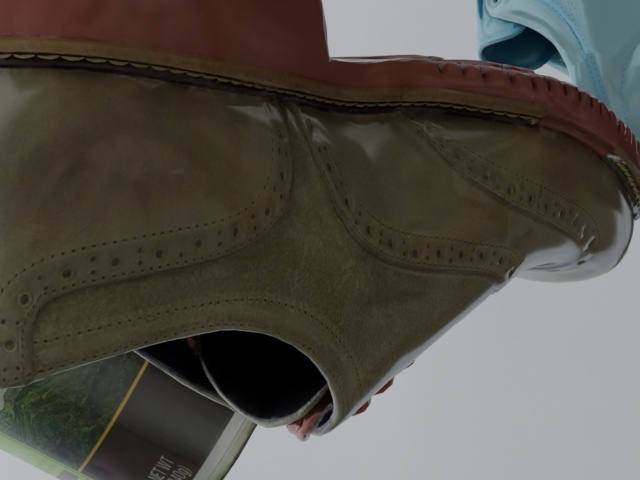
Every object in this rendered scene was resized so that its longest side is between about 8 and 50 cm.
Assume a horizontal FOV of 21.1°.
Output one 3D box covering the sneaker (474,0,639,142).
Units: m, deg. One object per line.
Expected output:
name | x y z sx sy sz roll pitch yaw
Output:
sneaker | 0.153 -0.204 1.215 0.150 0.366 0.135 -33 -33 8

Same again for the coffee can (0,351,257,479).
coffee can | -0.156 0.008 0.920 0.275 0.201 0.202 28 -78 -8

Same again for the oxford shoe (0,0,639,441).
oxford shoe | 0.000 0.000 0.566 0.348 0.123 0.130 9 -98 -50
